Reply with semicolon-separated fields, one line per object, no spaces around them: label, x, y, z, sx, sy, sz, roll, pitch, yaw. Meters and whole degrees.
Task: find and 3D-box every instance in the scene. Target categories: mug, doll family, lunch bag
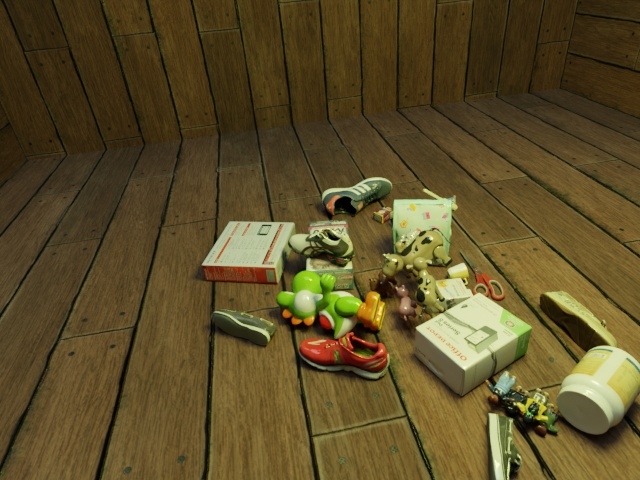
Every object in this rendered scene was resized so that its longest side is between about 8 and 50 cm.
mug;0.502;0.123;1.629;0.064;0.062;0.078;-14;27;1
doll family;0.520;0.423;1.156;0.193;0.076;0.111;21;45;42
lunch bag;0.389;-0.046;1.717;0.223;0.262;0.160;3;34;14

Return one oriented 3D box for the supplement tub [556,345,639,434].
supplement tub;0.706;0.376;1.129;0.199;0.144;0.144;-28;39;-30

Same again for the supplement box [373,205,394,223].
supplement box;0.290;-0.117;2.040;0.083;0.043;0.055;-28;38;-32

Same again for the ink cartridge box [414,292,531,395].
ink cartridge box;0.444;0.297;1.316;0.273;0.115;0.198;-22;37;-24

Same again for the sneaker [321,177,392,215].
sneaker;0.188;-0.192;2.111;0.350;0.131;0.148;-16;41;-6

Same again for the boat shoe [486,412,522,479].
boat shoe;0.431;0.500;1.041;0.070;0.078;0.219;4;32;16

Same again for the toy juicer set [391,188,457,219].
toy juicer set;0.442;-0.107;1.839;0.209;0.329;0.089;17;76;-9

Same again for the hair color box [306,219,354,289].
hair color box;0.036;0.051;1.764;0.174;0.105;0.347;-5;34;2

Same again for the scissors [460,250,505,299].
scissors;0.597;0.122;1.655;0.109;0.021;0.297;-4;32;7

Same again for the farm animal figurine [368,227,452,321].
farm animal figurine;0.303;0.086;1.474;0.327;0.172;0.330;-50;27;-15

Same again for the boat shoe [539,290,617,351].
boat shoe;0.798;0.241;1.360;0.089;0.104;0.285;-15;33;-9

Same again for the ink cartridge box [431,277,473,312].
ink cartridge box;0.445;0.187;1.534;0.181;0.061;0.104;-6;33;-1

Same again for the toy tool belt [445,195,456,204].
toy tool belt;0.596;-0.180;2.085;0.083;0.051;0.052;-16;34;-15

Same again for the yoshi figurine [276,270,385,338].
yoshi figurine;0.032;0.186;1.500;0.362;0.203;0.203;6;19;21

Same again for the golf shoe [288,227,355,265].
golf shoe;0.000;0.000;1.644;0.273;0.120;0.105;11;39;26

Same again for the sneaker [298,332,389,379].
sneaker;0.069;0.321;1.331;0.279;0.118;0.107;5;34;16

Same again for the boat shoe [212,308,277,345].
boat shoe;-0.254;0.278;1.486;0.228;0.081;0.069;18;36;21

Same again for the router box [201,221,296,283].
router box;-0.283;0.040;1.848;0.301;0.082;0.335;2;34;11
